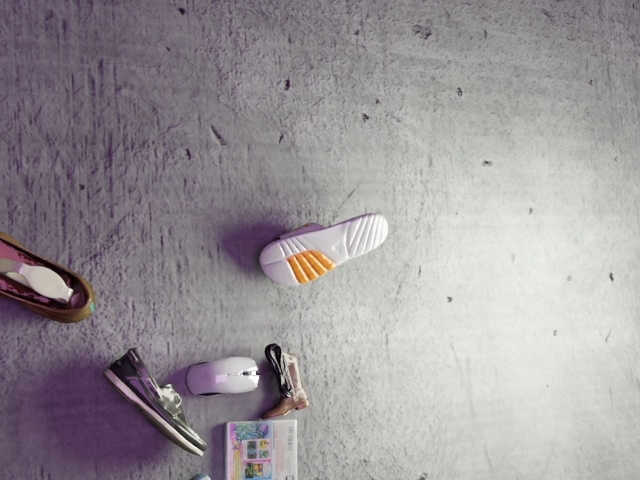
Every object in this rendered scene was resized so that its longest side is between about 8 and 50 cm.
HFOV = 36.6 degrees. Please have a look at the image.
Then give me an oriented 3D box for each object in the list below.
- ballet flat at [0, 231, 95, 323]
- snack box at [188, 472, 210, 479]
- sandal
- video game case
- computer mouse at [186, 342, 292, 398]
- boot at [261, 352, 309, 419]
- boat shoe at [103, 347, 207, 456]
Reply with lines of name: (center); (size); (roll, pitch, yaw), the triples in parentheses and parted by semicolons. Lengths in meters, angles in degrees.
ballet flat: (-0.528, 0.044, 1.612); (0.342, 0.124, 0.116); (29, 71, -19)
snack box: (-0.197, 0.593, 1.684); (0.187, 0.060, 0.322); (-32, 93, -26)
sandal: (0.003, 0.010, 1.898); (0.265, 0.076, 0.102); (-18, 113, -15)
video game case: (-0.112, 0.418, 1.820); (0.143, 0.019, 0.157); (3, 83, -25)
computer mouse: (-0.150, 0.251, 1.793); (0.193, 0.042, 0.106); (-5, 78, -17)
boot: (-0.080, 0.275, 1.846); (0.106, 0.037, 0.114); (-16, 90, -31)
boat shoe: (-0.278, 0.292, 1.721); (0.233, 0.084, 0.079); (48, 67, -9)
